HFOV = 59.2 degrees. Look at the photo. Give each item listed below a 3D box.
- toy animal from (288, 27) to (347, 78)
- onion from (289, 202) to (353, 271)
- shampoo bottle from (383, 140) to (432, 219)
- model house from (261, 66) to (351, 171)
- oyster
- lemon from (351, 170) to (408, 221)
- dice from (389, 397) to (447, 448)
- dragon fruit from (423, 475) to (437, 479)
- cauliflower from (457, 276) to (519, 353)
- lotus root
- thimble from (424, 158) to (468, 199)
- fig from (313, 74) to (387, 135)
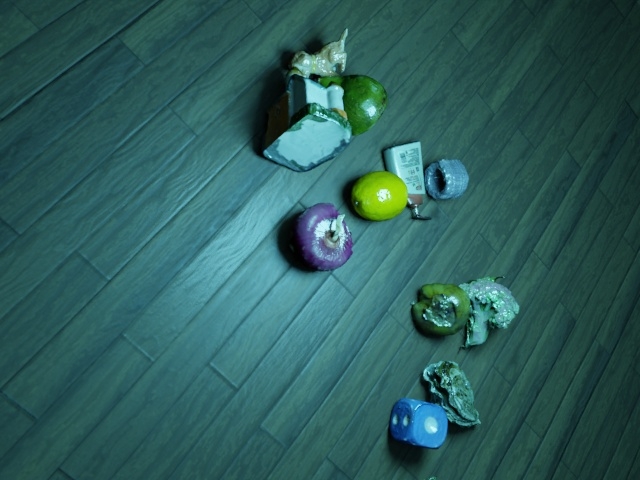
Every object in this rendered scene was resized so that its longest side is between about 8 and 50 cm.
[{"bbox_3d":[-0.011,-0.612,1.840,0.185,0.184,0.104,0,41,-19],"label":"toy animal"},{"bbox_3d":[-0.005,-0.003,1.756,0.200,0.200,0.207,-42,134,-25],"label":"onion"},{"bbox_3d":[0.319,-0.203,2.000,0.153,0.071,0.284,-14,91,-30],"label":"shampoo bottle"},{"bbox_3d":[-0.042,-0.410,1.765,0.190,0.271,0.301,15,60,-35],"label":"model house"},{"bbox_3d":[0.456,0.544,1.949,0.198,0.112,0.268,-18,83,-49],"label":"oyster"},{"bbox_3d":[0.199,-0.148,1.877,0.207,0.170,0.170,-12,88,-29],"label":"lemon"},{"bbox_3d":[0.317,0.599,1.839,0.146,0.146,0.143,20,72,-22],"label":"dice"},{"bbox_3d":[0.358,0.891,1.832,0.137,0.135,0.236,39,50,-11],"label":"dragon fruit"},{"bbox_3d":[0.579,0.271,2.009,0.256,0.238,0.316,14,94,-56],"label":"cauliflower"},{"bbox_3d":[0.404,0.237,1.911,0.078,0.203,0.184,1,83,-72],"label":"lotus root"},{"bbox_3d":[0.449,-0.219,2.022,0.097,0.150,0.150,-5,85,-27],"label":"thimble"},{"bbox_3d":[0.091,-0.477,1.846,0.235,0.203,0.203,41,67,-17],"label":"fig"}]
